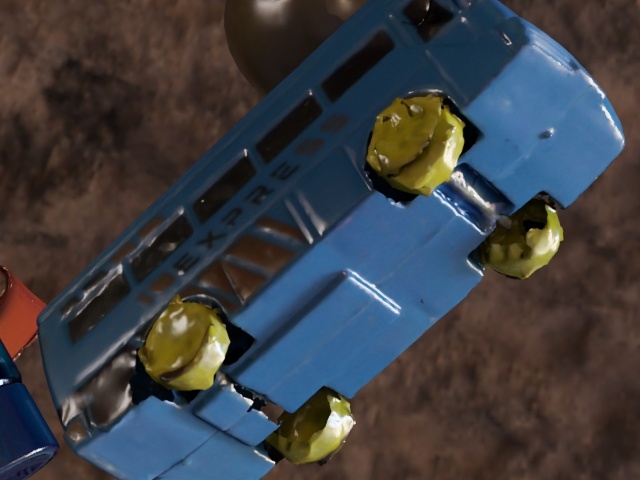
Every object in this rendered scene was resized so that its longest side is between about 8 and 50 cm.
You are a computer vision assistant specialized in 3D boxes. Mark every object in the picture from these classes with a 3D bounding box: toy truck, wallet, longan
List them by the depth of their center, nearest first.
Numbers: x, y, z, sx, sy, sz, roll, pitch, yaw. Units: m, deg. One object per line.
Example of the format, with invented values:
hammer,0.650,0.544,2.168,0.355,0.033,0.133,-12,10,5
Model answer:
toy truck,0.000,0.000,1.019,0.385,0.162,0.161,-42,-45,12
wallet,-0.267,0.082,1.183,0.045,0.142,0.204,44,-8,4
longan,0.010,-0.174,1.302,0.189,0.189,0.189,11,-33,7

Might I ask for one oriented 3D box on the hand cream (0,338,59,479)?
hand cream,-0.250,0.026,0.900,0.270,0.120,0.061,55,-31,12
